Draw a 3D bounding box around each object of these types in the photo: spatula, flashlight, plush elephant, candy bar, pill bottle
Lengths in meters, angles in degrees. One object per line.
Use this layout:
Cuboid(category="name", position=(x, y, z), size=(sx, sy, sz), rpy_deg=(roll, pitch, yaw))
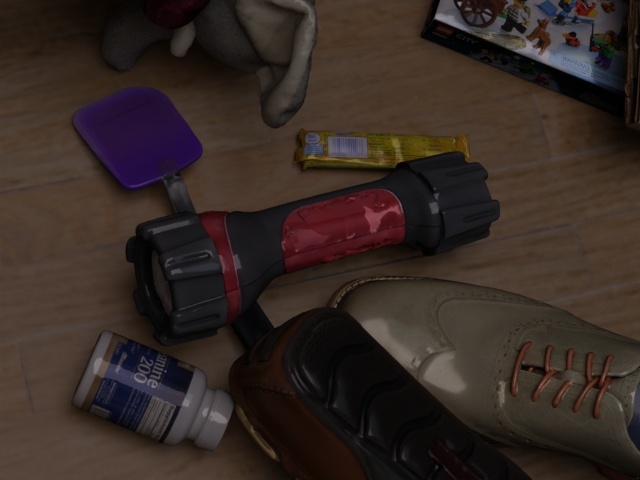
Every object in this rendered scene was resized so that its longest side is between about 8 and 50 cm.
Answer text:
Cuboid(category="spatula", position=(-0.099, -0.002, 1.486), size=(0.084, 0.030, 0.296), rpy_deg=(-29, 83, -22))
Cuboid(category="flashlight", position=(0.000, 0.000, 1.445), size=(0.304, 0.103, 0.103), rpy_deg=(-14, 72, -22))
Cuboid(category="plush elephant", position=(-0.111, -0.235, 1.446), size=(0.330, 0.255, 0.272), rpy_deg=(-10, 40, 10))
Cuboid(category="candy bar", position=(0.056, -0.077, 1.551), size=(0.161, 0.018, 0.040), rpy_deg=(1, 75, -13))
Cuboid(category="pill bottle", position=(-0.131, 0.123, 1.424), size=(0.120, 0.067, 0.067), rpy_deg=(24, 71, -7))

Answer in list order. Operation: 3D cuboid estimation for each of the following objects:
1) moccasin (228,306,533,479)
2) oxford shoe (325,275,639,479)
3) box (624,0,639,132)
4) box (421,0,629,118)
Cuboid(category="moccasin", position=(0.074, 0.222, 1.415), size=(0.380, 0.147, 0.139), rpy_deg=(42, 54, -10))
Cuboid(category="oxford shoe", position=(0.198, 0.109, 1.466), size=(0.397, 0.146, 0.140), rpy_deg=(17, 74, -8))
Cuboid(category="box", position=(0.345, -0.152, 1.596), size=(0.201, 0.021, 0.164), rpy_deg=(17, 70, -37))
Cuboid(category="box", position=(0.223, -0.217, 1.618), size=(0.233, 0.044, 0.159), rpy_deg=(21, 71, -8))
